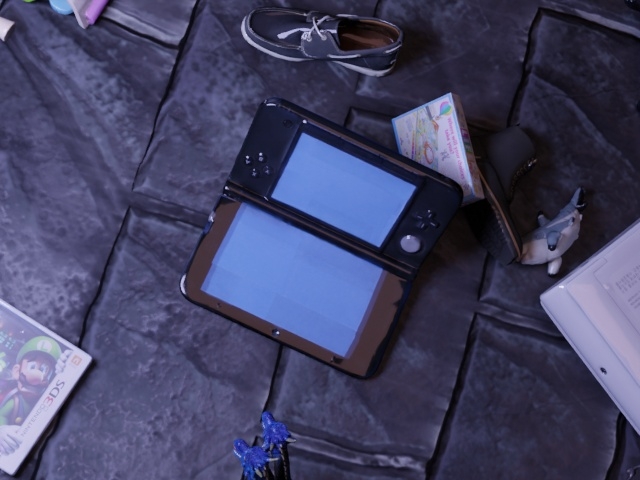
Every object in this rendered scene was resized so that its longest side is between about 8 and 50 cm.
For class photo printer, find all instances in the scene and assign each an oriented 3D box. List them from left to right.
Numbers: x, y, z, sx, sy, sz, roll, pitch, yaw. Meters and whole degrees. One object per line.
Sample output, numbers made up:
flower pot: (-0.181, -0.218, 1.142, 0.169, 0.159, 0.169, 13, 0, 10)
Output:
photo printer: (0.490, 0.130, 1.475, 0.256, 0.107, 0.307, -35, 84, -21)

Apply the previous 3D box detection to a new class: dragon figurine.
dragon figurine: (-0.026, 0.350, 1.277, 0.085, 0.144, 0.289, -26, 80, -18)

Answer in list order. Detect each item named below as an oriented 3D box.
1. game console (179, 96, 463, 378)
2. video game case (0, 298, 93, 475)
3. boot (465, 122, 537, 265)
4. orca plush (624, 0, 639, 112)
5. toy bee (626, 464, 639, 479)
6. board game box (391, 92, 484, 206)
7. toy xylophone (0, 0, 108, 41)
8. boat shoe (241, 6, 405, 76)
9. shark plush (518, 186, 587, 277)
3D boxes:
game console: (0.000, 0.000, 1.381, 0.293, 0.250, 0.173, 25, 43, -4)
video game case: (-0.410, 0.167, 1.314, 0.190, 0.022, 0.173, 32, 69, -1)
boot: (0.272, -0.075, 1.508, 0.137, 0.077, 0.198, -19, 77, -22)
orca plush: (0.520, -0.235, 1.597, 0.102, 0.151, 0.287, -27, 83, 13)
toy bee: (0.341, 0.426, 1.341, 0.298, 0.162, 0.195, -24, 61, 13)
board game box: (0.163, -0.116, 1.484, 0.026, 0.103, 0.154, 7, 68, -51)
toy xylophone: (-0.442, -0.400, 1.446, 0.322, 0.081, 0.236, 37, 70, 0)
boat shoe: (0.005, -0.299, 1.516, 0.233, 0.079, 0.084, 10, 73, -8)
shark plush: (0.335, -0.026, 1.519, 0.067, 0.073, 0.161, 27, 73, 30)
